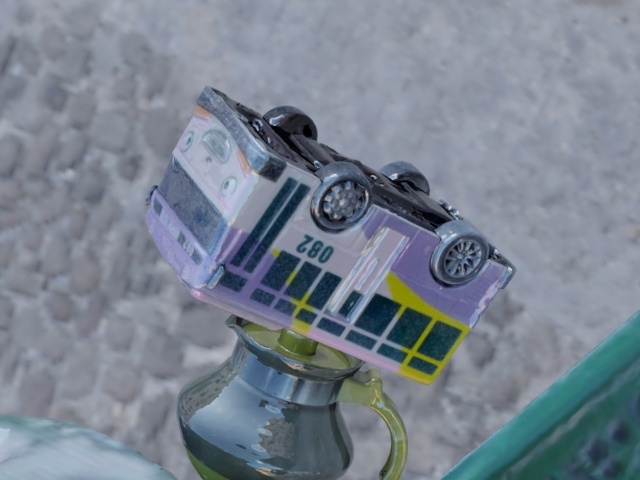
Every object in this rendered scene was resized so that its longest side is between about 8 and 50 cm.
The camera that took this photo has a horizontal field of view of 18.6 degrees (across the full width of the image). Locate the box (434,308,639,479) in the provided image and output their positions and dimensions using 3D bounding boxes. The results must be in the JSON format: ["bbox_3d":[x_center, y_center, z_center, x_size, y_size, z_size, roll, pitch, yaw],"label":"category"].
[{"bbox_3d":[0.192,0.175,0.990,0.337,0.106,0.264,-40,88,5],"label":"box"}]

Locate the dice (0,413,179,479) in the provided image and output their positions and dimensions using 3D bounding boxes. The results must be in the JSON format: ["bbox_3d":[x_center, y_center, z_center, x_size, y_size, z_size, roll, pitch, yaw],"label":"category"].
[{"bbox_3d":[-0.243,0.332,1.356,0.348,0.330,0.328,19,117,43],"label":"dice"}]

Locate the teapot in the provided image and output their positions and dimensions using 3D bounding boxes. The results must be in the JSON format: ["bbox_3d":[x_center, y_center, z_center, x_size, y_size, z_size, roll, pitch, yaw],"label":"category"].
[{"bbox_3d":[-0.015,0.120,1.357,0.130,0.166,0.119,-98,27,-71],"label":"teapot"}]

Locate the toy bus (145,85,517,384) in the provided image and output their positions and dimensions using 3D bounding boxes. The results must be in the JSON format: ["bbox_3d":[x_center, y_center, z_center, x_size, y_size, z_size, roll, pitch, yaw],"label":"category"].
[{"bbox_3d":[0.000,0.000,0.576,0.058,0.102,0.052,-57,37,12],"label":"toy bus"}]
